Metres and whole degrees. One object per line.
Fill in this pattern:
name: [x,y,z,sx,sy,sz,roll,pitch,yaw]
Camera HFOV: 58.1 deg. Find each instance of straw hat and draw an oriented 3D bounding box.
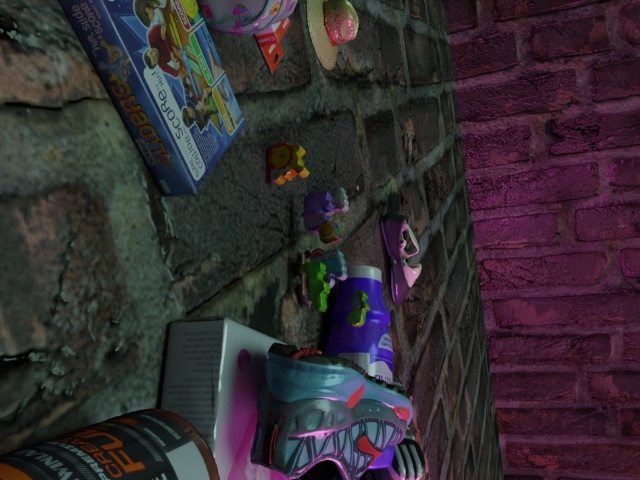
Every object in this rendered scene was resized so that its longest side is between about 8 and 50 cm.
straw hat: [0.029,-0.360,0.948,0.144,0.061,0.145,-6,90,-69]

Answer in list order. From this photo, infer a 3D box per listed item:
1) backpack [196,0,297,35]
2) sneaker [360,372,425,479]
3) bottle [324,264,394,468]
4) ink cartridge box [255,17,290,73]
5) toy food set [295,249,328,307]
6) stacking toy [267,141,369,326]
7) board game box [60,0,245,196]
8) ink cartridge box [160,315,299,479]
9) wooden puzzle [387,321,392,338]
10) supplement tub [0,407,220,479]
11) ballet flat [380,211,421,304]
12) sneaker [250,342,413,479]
backpack: [-0.083,-0.298,0.561,0.115,0.151,0.182,-50,143,-54]
sneaker: [0.092,0.323,0.941,0.229,0.086,0.132,-100,-154,-58]
bottle: [0.057,0.180,0.839,0.118,0.092,0.283,39,50,-60]
ink cartridge box: [-0.063,-0.279,0.733,0.063,0.029,0.115,-73,149,-45]
toy food set: [-0.013,0.055,0.796,0.122,0.019,0.078,34,53,-69]
stacking toy: [0.000,0.000,0.751,0.167,0.052,0.221,35,41,-62]
board game box: [-0.138,-0.159,0.505,0.136,0.035,0.201,-69,146,-50]
ink cartridge box: [-0.051,0.272,0.577,0.324,0.071,0.331,42,45,-61]
wooden puzzle: [0.129,0.205,1.127,0.078,0.014,0.117,48,41,-57]
supplement tub: [-0.145,0.162,0.309,0.198,0.105,0.106,7,78,-69]
ballet flat: [0.175,0.039,1.210,0.074,0.074,0.203,-39,121,-65]
sneaker: [0.007,0.185,0.561,0.262,0.104,0.125,41,63,-53]
